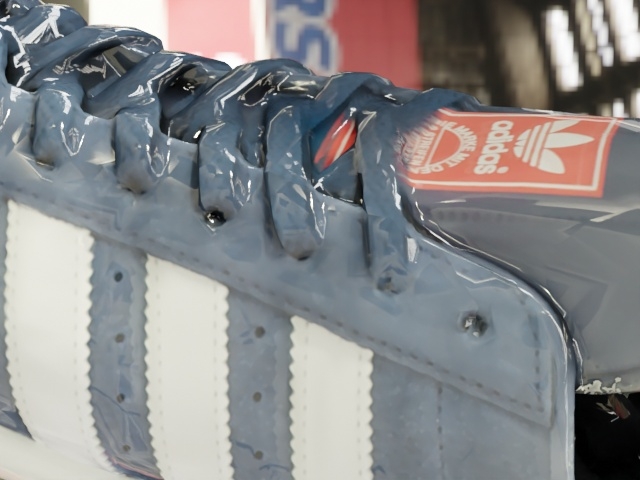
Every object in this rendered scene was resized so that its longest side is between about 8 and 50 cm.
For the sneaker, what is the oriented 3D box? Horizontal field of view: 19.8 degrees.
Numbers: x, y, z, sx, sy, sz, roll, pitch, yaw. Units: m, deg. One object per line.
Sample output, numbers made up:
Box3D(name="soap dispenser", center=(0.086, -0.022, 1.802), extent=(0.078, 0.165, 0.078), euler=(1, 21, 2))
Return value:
Box3D(name="sneaker", center=(0.000, 0.000, 0.408), extent=(0.148, 0.350, 0.131), euler=(-48, -169, 37))
